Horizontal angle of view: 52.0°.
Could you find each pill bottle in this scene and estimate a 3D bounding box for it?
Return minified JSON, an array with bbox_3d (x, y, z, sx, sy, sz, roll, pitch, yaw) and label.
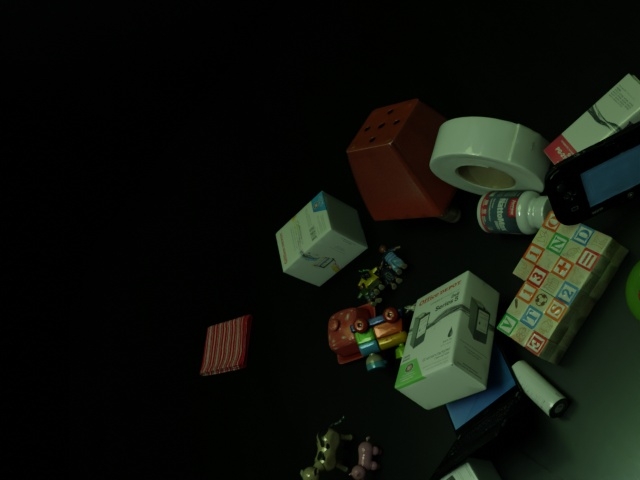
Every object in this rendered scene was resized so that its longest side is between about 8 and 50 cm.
[{"bbox_3d":[0.485,-0.068,1.602,0.180,0.108,0.108,3,72,51],"label":"pill bottle"}]

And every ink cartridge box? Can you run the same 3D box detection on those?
[{"bbox_3d":[0.000,0.000,2.095,0.232,0.168,0.171,-40,43,29],"label":"ink cartridge box"},{"bbox_3d":[0.312,0.553,1.457,0.150,0.109,0.063,-49,45,20],"label":"ink cartridge box"},{"bbox_3d":[0.645,-0.218,1.441,0.237,0.171,0.100,-45,41,24],"label":"ink cartridge box"},{"bbox_3d":[0.303,0.235,1.551,0.198,0.114,0.273,-39,22,46],"label":"ink cartridge box"}]

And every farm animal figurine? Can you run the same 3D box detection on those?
[{"bbox_3d":[0.038,0.664,1.672,0.327,0.172,0.330,-60,37,6],"label":"farm animal figurine"}]

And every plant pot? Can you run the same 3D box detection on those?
[{"bbox_3d":[0.232,-0.236,1.832,0.267,0.236,0.267,-3,48,50],"label":"plant pot"}]

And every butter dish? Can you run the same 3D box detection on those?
[{"bbox_3d":[0.074,0.259,1.902,0.159,0.118,0.160,-28,50,39],"label":"butter dish"}]

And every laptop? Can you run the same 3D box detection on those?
[{"bbox_3d":[0.323,0.373,1.481,0.136,0.264,0.234,45,128,11],"label":"laptop"}]

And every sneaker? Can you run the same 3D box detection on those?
[{"bbox_3d":[0.313,-0.101,1.857,0.188,0.071,0.066,19,85,52],"label":"sneaker"}]

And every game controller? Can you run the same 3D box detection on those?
[{"bbox_3d":[0.627,-0.150,1.367,0.319,0.167,0.067,-27,28,11],"label":"game controller"}]

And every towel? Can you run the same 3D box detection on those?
[{"bbox_3d":[-0.349,0.387,2.411,0.274,0.031,0.199,-21,54,43],"label":"towel"}]

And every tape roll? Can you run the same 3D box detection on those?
[{"bbox_3d":[0.417,-0.198,1.612,0.286,0.286,0.100,4,73,51],"label":"tape roll"}]

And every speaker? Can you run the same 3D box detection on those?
[{"bbox_3d":[0.475,0.323,1.437,0.055,0.055,0.136,-57,37,10],"label":"speaker"}]

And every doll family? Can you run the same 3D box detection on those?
[{"bbox_3d":[0.172,0.095,1.910,0.193,0.076,0.111,-40,42,2],"label":"doll family"}]

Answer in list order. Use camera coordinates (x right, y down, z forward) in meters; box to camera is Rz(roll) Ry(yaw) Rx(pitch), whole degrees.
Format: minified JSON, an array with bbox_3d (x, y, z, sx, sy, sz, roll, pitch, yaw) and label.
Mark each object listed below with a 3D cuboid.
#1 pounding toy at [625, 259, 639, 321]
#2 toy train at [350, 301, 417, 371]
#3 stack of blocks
[{"bbox_3d":[0.692,0.069,1.275,0.236,0.110,0.183,-37,45,32],"label":"pounding toy"},{"bbox_3d":[0.216,0.253,1.768,0.247,0.105,0.144,-20,72,11],"label":"toy train"},{"bbox_3d":[0.525,0.103,1.474,0.297,0.087,0.171,-61,37,6],"label":"stack of blocks"}]
